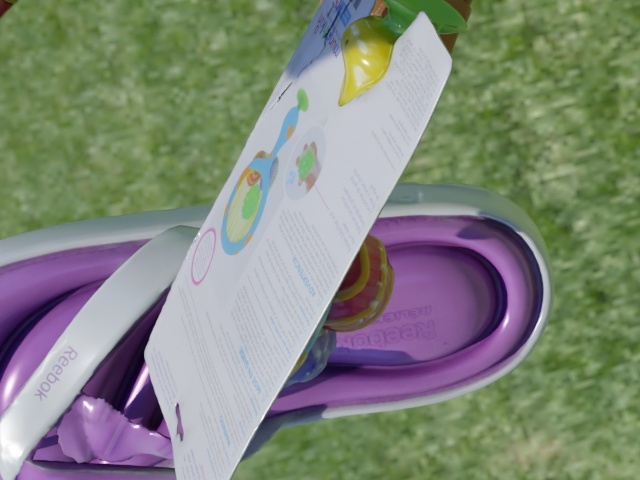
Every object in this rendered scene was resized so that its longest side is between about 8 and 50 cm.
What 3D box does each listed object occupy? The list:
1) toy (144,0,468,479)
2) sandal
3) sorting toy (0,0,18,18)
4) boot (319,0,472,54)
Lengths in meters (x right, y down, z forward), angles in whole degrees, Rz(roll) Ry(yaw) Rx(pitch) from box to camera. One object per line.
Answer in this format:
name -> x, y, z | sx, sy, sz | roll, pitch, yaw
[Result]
toy -> 0.000, 0.000, 0.721 | 0.237, 0.056, 0.137 | -65, 26, 25
sandal -> -0.076, 0.065, 0.887 | 0.102, 0.416, 0.169 | -110, 1, -68
sorting toy -> -0.204, -0.169, 0.508 | 0.274, 0.046, 0.132 | 47, -173, 10
boot -> 0.097, -0.184, 1.078 | 0.073, 0.197, 0.152 | 102, 180, -74
